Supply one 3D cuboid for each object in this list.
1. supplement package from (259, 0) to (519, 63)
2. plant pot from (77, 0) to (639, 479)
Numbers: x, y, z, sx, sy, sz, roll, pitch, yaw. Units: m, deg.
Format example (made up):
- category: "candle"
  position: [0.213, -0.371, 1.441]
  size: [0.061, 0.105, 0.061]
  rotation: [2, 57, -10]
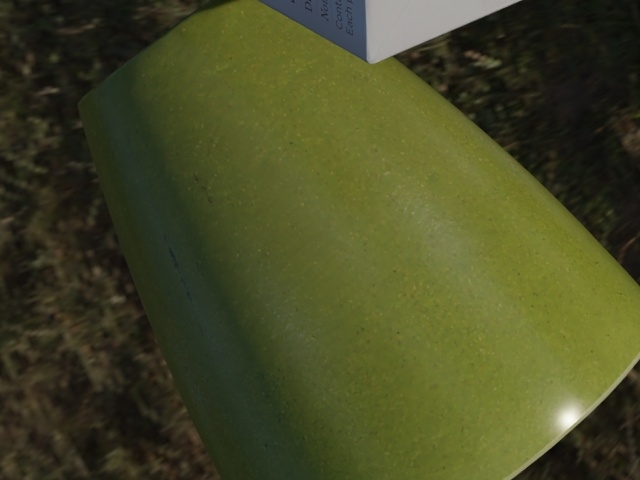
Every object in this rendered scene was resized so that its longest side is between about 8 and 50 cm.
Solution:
- category: "supplement package"
  position: [0.010, -0.248, 0.919]
  size: [0.262, 0.198, 0.199]
  rotation: [34, 138, 40]
- category: "plant pot"
  position: [0.000, 0.000, 1.088]
  size: [0.274, 0.275, 0.293]
  rotation: [-34, 96, 23]
